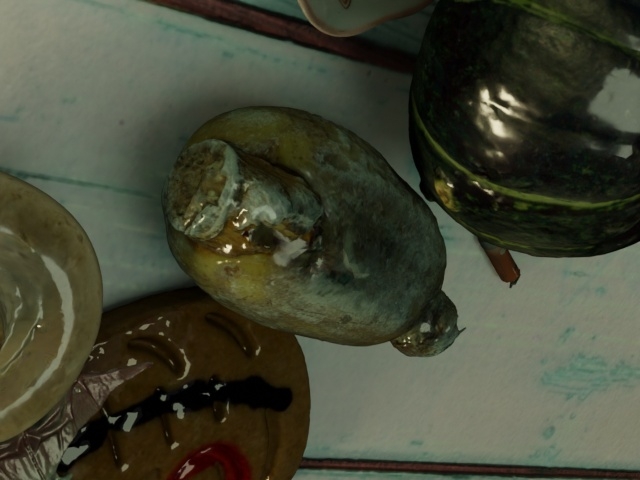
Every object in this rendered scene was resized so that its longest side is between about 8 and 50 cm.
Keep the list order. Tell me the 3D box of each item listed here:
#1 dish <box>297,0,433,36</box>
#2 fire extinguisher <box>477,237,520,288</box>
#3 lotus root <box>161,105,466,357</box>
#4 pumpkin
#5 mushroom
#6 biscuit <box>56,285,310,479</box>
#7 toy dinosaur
[{"bbox_3d":[0.027,-0.277,1.124,0.229,0.081,0.229,-22,127,-32],"label":"dish"},{"bbox_3d":[0.180,0.017,1.429,0.083,0.022,0.028,55,46,-41],"label":"fire extinguisher"},{"bbox_3d":[-0.001,-0.001,1.193,0.349,0.175,0.175,34,90,-48],"label":"lotus root"},{"bbox_3d":[0.207,-0.141,1.188,0.323,0.241,0.323,-50,155,-34],"label":"pumpkin"},{"bbox_3d":[-0.249,0.049,0.987,0.204,0.204,0.204,-17,122,-30],"label":"mushroom"},{"bbox_3d":[-0.162,0.203,1.235,0.367,0.063,0.314,-24,123,-27],"label":"biscuit"},{"bbox_3d":[-0.225,0.149,1.103,0.220,0.032,0.108,-26,111,-13],"label":"toy dinosaur"}]
